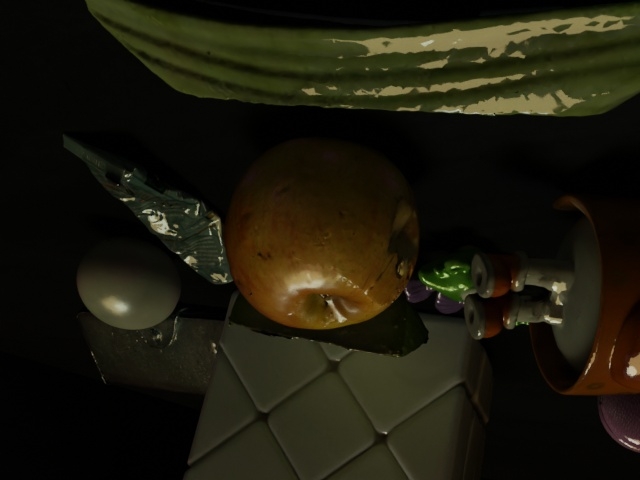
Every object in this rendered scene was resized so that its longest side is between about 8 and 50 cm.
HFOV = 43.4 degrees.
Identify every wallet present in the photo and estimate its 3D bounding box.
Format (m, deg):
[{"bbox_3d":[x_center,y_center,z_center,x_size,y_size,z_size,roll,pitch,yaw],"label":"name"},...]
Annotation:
[{"bbox_3d":[-0.236,0.176,1.268,0.318,0.045,0.172,2,123,26],"label":"wallet"}]

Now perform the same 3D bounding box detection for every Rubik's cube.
[{"bbox_3d":[0.042,0.270,1.055,0.322,0.318,0.316,6,160,18],"label":"Rubik's cube"}]

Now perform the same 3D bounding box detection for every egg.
[{"bbox_3d":[-0.214,0.049,0.908,0.103,0.103,0.135,4,161,25],"label":"egg"}]

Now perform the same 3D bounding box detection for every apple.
[{"bbox_3d":[0.000,0.000,0.569,0.147,0.146,0.146,12,162,4],"label":"apple"}]

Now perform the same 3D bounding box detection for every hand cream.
[{"bbox_3d":[-0.138,-0.016,0.741,0.075,0.052,0.248,4,160,25],"label":"hand cream"}]

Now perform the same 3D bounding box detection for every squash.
[{"bbox_3d":[0.022,0.047,0.818,0.192,0.085,0.184,10,-169,18],"label":"squash"}]

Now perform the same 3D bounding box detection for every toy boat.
[{"bbox_3d":[0.023,-0.090,0.371,0.293,0.055,0.093,7,-164,21],"label":"toy boat"}]

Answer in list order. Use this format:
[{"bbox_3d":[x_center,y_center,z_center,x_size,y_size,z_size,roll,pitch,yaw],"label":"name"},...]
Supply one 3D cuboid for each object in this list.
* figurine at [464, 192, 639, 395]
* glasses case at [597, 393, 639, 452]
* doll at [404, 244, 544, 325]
[{"bbox_3d":[0.232,0.035,0.545,0.272,0.143,0.143,-7,169,-19],"label":"figurine"},{"bbox_3d":[0.433,0.169,0.780,0.317,0.123,0.075,11,157,7],"label":"glasses case"},{"bbox_3d":[0.152,0.046,0.737,0.115,0.050,0.190,-6,159,30],"label":"doll"}]
